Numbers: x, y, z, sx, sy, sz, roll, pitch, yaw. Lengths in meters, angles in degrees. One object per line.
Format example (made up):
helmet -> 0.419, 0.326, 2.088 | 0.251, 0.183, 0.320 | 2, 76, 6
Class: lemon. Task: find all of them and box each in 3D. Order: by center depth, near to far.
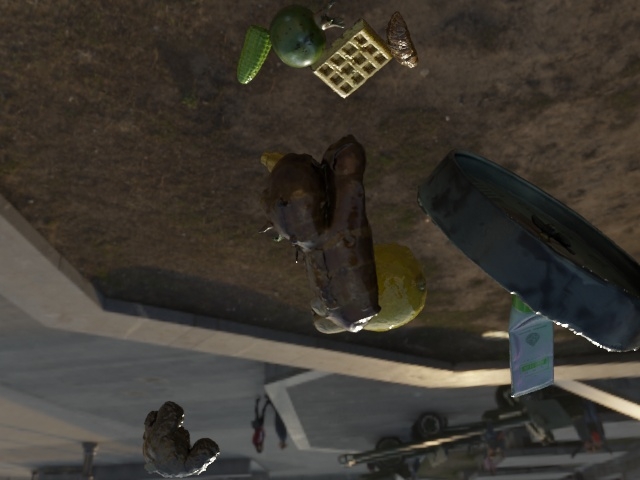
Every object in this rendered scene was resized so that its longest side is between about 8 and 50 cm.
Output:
lemon -> 0.148, 0.121, 1.554 | 0.233, 0.234, 0.288 | 22, 157, -38

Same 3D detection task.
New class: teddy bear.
teddy bear -> -0.331, 0.459, 1.318 | 0.177, 0.140, 0.190 | 44, 151, 1

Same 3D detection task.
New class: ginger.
ginger -> 0.000, 0.000, 1.267 | 0.254, 0.418, 0.176 | -11, -170, -9

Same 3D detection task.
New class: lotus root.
lotus root -> 0.088, 0.229, 2.065 | 0.284, 0.160, 0.146 | -19, 176, 22

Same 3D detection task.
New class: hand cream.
hand cream -> 0.363, 0.177, 1.032 | 0.079, 0.050, 0.275 | -3, 129, 19

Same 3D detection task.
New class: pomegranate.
pomegranate -> -0.039, -0.611, 1.740 | 0.224, 0.181, 0.181 | -22, 147, 23

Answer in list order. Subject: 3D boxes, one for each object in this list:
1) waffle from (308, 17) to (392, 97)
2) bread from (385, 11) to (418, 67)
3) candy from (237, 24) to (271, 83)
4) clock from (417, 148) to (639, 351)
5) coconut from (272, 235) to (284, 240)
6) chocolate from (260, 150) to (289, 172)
waffle -> 0.112, -0.632, 2.095 | 0.248, 0.055, 0.221 | -37, 148, 21
bread -> 0.258, -0.646, 1.950 | 0.076, 0.105, 0.233 | -32, 145, 3
candy -> -0.234, -0.640, 2.062 | 0.096, 0.097, 0.209 | 13, 119, -27
clock -> 0.271, -0.001, 0.737 | 0.325, 0.325, 0.067 | 16, 117, -32
coconut -> -0.105, -0.054, 1.850 | 0.055, 0.133, 0.158 | 19, -172, 3
chocolate -> -0.101, -0.195, 1.568 | 0.085, 0.086, 0.219 | 20, -173, -36
